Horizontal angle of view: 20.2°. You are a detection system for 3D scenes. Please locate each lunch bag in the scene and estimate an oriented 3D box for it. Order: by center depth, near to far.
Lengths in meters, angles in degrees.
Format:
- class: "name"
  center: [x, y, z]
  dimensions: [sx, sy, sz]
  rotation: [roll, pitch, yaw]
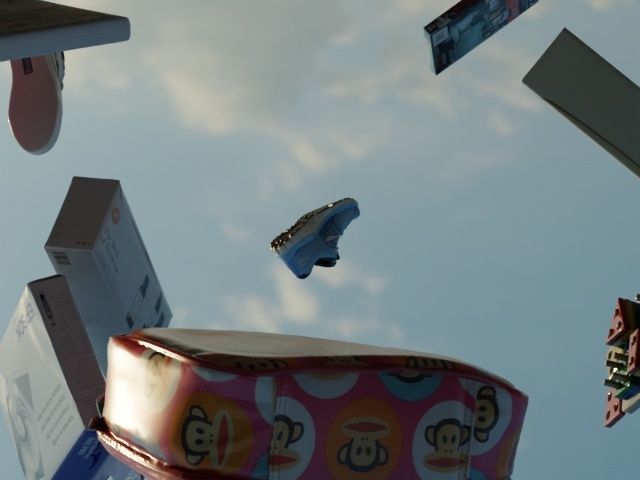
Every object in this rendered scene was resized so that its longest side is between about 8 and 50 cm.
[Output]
- class: "lunch bag"
  center: [-0.018, 0.127, 1.369]
  dimensions: [0.293, 0.120, 0.258]
  rotation: [6, -176, -29]

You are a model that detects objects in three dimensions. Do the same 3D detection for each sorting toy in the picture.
- class: "sorting toy"
  center: [0.352, 0.110, 1.999]
  dimensions: [0.046, 0.132, 0.274]
  rotation: [14, 154, -8]

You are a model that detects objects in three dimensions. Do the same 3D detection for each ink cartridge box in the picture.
- class: "ink cartridge box"
  center: [-0.261, 0.180, 1.802]
  dimensions: [0.045, 0.224, 0.223]
  rotation: [-15, 159, -28]

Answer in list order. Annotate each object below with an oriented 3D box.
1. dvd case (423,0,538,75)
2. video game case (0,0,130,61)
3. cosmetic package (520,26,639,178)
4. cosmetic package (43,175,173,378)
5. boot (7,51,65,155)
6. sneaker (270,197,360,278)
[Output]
- class: "dvd case"
  center: [0.144, -0.201, 1.598]
  dimensions: [0.119, 0.087, 0.013]
  rotation: [-37, -109, -6]
- class: "video game case"
  center: [-0.287, -0.168, 1.469]
  dimensions: [0.201, 0.023, 0.183]
  rotation: [-14, -160, -35]
- class: "cosmetic package"
  center: [0.469, -0.188, 2.806]
  dimensions: [0.309, 0.113, 0.160]
  rotation: [39, -173, 10]
- class: "cosmetic package"
  center: [-0.223, 0.045, 1.940]
  dimensions: [0.060, 0.239, 0.099]
  rotation: [3, -128, 15]
- class: "boot"
  center: [-0.331, -0.183, 2.161]
  dimensions: [0.069, 0.190, 0.086]
  rotation: [-13, 161, 15]
- class: "sneaker"
  center: [0.000, 0.000, 2.351]
  dimensions: [0.063, 0.073, 0.162]
  rotation: [-19, -167, 46]
